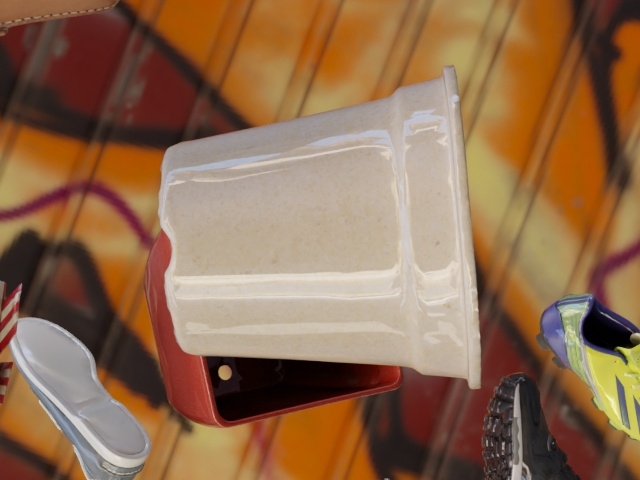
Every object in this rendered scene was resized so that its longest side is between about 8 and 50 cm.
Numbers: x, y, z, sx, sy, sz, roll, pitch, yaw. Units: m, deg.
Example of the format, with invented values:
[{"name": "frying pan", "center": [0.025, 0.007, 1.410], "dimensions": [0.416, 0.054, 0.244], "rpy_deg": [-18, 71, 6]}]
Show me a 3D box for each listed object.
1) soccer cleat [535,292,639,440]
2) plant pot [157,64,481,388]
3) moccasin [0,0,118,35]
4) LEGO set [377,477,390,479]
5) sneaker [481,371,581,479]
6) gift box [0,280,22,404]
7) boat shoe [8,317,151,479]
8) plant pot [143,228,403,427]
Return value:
[{"name": "soccer cleat", "center": [0.419, 0.180, 2.152], "dimensions": [0.121, 0.289, 0.093], "rpy_deg": [-31, 24, 44]}, {"name": "plant pot", "center": [0.000, 0.000, 1.634], "dimensions": [0.334, 0.306, 0.333], "rpy_deg": [-5, -90, -87]}, {"name": "moccasin", "center": [-0.362, -0.201, 1.393], "dimensions": [0.147, 0.380, 0.139], "rpy_deg": [89, 162, -46]}, {"name": "LEGO set", "center": [0.145, 0.475, 2.191], "dimensions": [0.192, 0.255, 0.331], "rpy_deg": [101, -165, -81]}, {"name": "sneaker", "center": [0.254, 0.284, 1.742], "dimensions": [0.107, 0.124, 0.283], "rpy_deg": [174, 92, -79]}, {"name": "gift box", "center": [-0.540, 0.129, 1.986], "dimensions": [0.255, 0.258, 0.276], "rpy_deg": [-7, 67, 37]}, {"name": "boat shoe", "center": [-0.361, 0.236, 2.267], "dimensions": [0.116, 0.319, 0.099], "rpy_deg": [-10, -45, -44]}, {"name": "plant pot", "center": [-0.089, 0.101, 2.035], "dimensions": [0.236, 0.267, 0.267], "rpy_deg": [-27, 75, 60]}]
